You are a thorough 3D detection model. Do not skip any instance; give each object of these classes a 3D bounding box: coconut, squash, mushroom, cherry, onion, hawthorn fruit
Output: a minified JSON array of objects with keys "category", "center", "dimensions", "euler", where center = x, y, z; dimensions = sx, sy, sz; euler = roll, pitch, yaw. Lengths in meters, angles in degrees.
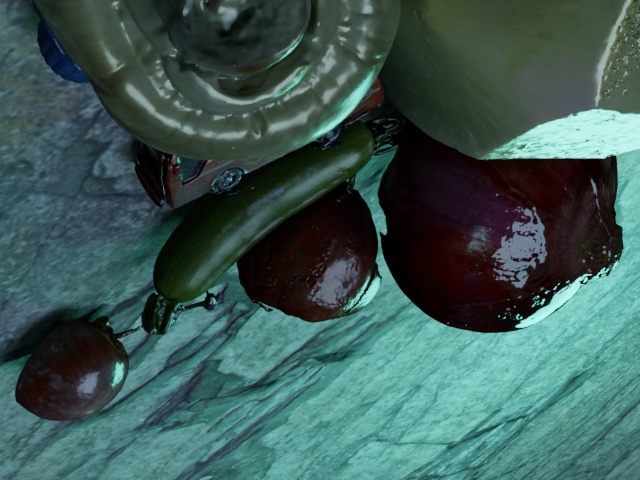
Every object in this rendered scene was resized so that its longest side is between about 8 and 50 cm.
[{"category":"coconut","center":[0.176,-0.222,1.152],"dimensions":[0.352,0.352,0.352],"euler":[-27,154,-15]},{"category":"squash","center":[-0.063,-0.034,1.456],"dimensions":[0.318,0.080,0.071],"euler":[-39,154,9]},{"category":"mushroom","center":[-0.059,-0.169,0.952],"dimensions":[0.260,0.234,0.254],"euler":[13,104,-25]},{"category":"cherry","center":[-0.206,0.103,1.514],"dimensions":[0.225,0.090,0.107],"euler":[-35,152,1]},{"category":"onion","center":[0.181,-0.040,1.523],"dimensions":[0.276,0.276,0.276],"euler":[-27,154,-15]},{"category":"hawthorn fruit","center":[0.000,0.000,1.534],"dimensions":[0.148,0.148,0.172],"euler":[-4,123,-47]}]

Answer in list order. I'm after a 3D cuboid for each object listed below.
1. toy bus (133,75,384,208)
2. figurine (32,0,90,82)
[{"category":"toy bus","center":[-0.054,-0.112,1.353],"dimensions":[0.235,0.073,0.096],"euler":[-26,144,-18]},{"category":"figurine","center":[-0.145,-0.166,1.122],"dimensions":[0.136,0.077,0.079],"euler":[-17,175,7]}]
